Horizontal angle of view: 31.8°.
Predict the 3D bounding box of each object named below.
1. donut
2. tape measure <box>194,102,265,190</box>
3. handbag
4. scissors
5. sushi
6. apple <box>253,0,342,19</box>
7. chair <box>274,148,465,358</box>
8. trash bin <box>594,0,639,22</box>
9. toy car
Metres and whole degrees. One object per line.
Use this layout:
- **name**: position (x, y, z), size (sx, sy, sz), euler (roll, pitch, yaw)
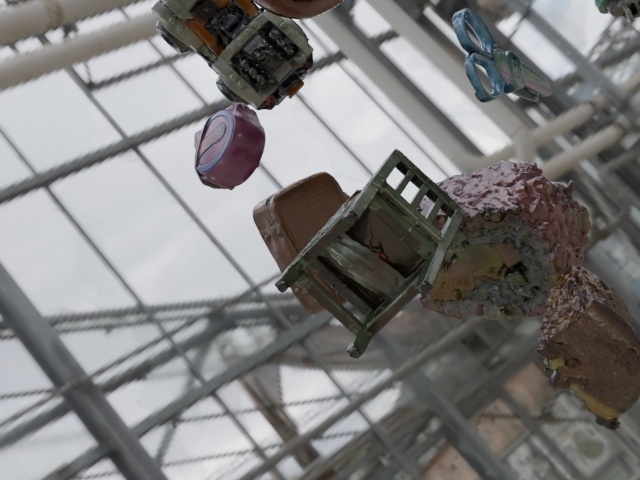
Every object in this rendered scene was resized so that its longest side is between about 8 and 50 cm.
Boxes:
- **donut**: position (0.362, 0.133, 1.463), size (0.144, 0.187, 0.126), euler (-41, 26, 33)
- **tape measure**: position (-0.135, -0.141, 1.666), size (0.074, 0.125, 0.118), euler (21, -40, -34)
- **handbag**: position (0.000, 0.000, 1.689), size (0.151, 0.193, 0.072), euler (-33, 5, -36)
- **scissors**: position (0.252, -0.227, 1.516), size (0.030, 0.125, 0.256), euler (-21, -18, 31)
- **sushi**: position (0.255, 0.007, 1.666), size (0.270, 0.236, 0.170), euler (-8, 35, 33)
- **apple**: position (-0.034, -0.417, 1.685), size (0.195, 0.160, 0.173), euler (-7, -28, -2)
- **chair**: position (0.067, 0.011, 1.391), size (0.147, 0.136, 0.270), euler (-46, 4, 24)
- **trash bin**: position (0.564, -0.599, 1.948), size (0.295, 0.381, 0.259), euler (-16, -25, -27)
- **toy car**: position (-0.148, -0.371, 2.021), size (0.193, 0.301, 0.118), euler (-46, -4, -8)
